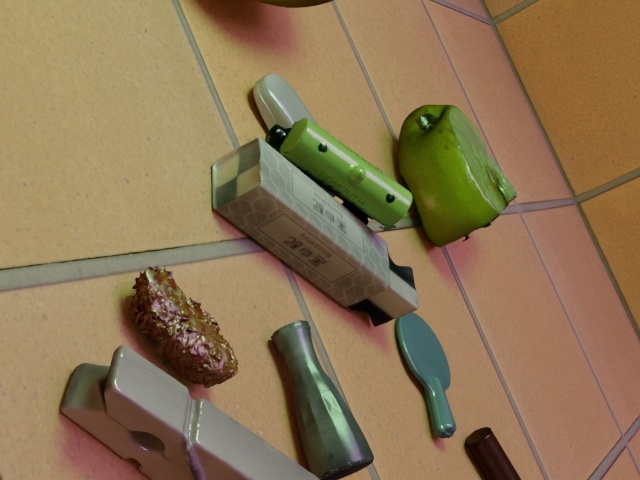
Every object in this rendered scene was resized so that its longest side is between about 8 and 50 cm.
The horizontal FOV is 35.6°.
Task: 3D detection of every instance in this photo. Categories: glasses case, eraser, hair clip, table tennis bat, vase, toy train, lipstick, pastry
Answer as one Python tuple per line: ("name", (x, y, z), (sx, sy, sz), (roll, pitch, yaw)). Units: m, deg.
("glasses case", (-0.035, -0.173, 1.673), (0.233, 0.059, 0.092), (58, 29, -11))
("eraser", (0.000, 0.000, 1.536), (0.404, 0.098, 0.096), (38, 36, -39))
("hair clip", (-0.131, 0.233, 1.092), (0.331, 0.101, 0.085), (45, 35, -29))
("table tennis bat", (0.190, 0.230, 1.737), (0.153, 0.040, 0.244), (32, 36, -45))
("vase", (-0.005, 0.215, 1.354), (0.086, 0.086, 0.214), (11, 52, -58))
("toy train", (0.034, -0.103, 1.567), (0.253, 0.105, 0.157), (34, -8, -19))
("lipstick", (0.368, 0.495, 1.791), (0.356, 0.057, 0.057), (59, 26, -8))
("pastry", (-0.169, 0.108, 1.177), (0.169, 0.063, 0.087), (51, 19, -13))

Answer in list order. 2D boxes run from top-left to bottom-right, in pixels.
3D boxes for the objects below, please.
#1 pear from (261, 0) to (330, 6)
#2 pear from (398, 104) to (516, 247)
("pear", (-0.072, -0.572, 1.646), (0.418, 0.362, 0.362), (46, 30, -41))
("pear", (0.253, -0.141, 2.047), (0.281, 0.176, 0.286), (60, 22, -1))
